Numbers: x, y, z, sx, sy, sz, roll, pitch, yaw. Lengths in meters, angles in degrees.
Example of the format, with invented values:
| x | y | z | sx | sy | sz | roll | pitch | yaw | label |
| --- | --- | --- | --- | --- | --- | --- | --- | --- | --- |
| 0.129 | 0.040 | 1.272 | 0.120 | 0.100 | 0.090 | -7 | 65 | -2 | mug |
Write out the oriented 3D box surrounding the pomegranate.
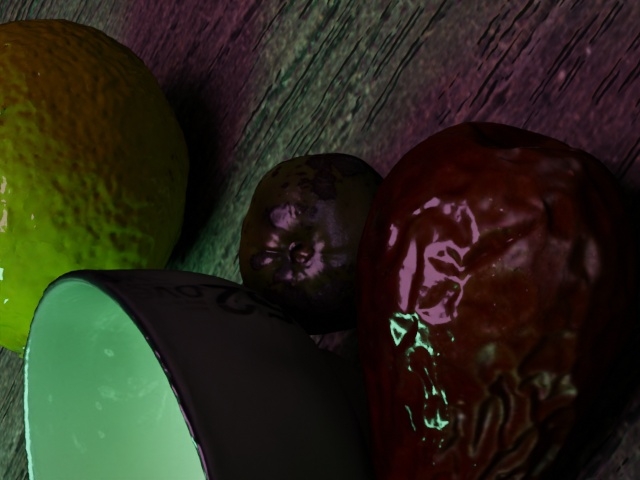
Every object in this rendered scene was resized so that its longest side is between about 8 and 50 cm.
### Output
| x | y | z | sx | sy | sz | roll | pitch | yaw | label |
| --- | --- | --- | --- | --- | --- | --- | --- | --- | --- |
| -0.009 | 0.001 | 1.301 | 0.163 | 0.125 | 0.138 | 14 | 104 | 57 | pomegranate |

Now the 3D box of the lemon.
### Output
| x | y | z | sx | sy | sz | roll | pitch | yaw | label |
| --- | --- | --- | --- | --- | --- | --- | --- | --- | --- |
| -0.248 | -0.047 | 1.544 | 0.268 | 0.268 | 0.322 | -31 | 72 | 47 | lemon |

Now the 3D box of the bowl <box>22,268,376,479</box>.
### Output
| x | y | z | sx | sy | sz | roll | pitch | yaw | label |
| --- | --- | --- | --- | --- | --- | --- | --- | --- | --- |
| -0.064 | 0.178 | 1.226 | 0.354 | 0.185 | 0.354 | 31 | 126 | 55 | bowl |

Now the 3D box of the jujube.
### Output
| x | y | z | sx | sy | sz | roll | pitch | yaw | label |
| --- | --- | --- | --- | --- | --- | --- | --- | --- | --- |
| 0.105 | 0.055 | 1.098 | 0.190 | 0.190 | 0.255 | 39 | 128 | 53 | jujube |
